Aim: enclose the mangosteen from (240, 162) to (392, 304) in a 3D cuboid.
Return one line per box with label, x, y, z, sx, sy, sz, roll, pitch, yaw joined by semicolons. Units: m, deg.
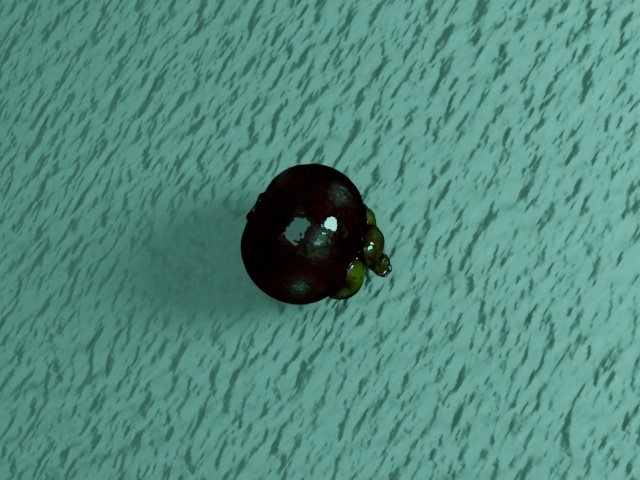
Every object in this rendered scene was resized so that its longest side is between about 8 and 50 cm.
mangosteen;0.000;0.000;0.809;0.140;0.140;0.140;-4;73;14
